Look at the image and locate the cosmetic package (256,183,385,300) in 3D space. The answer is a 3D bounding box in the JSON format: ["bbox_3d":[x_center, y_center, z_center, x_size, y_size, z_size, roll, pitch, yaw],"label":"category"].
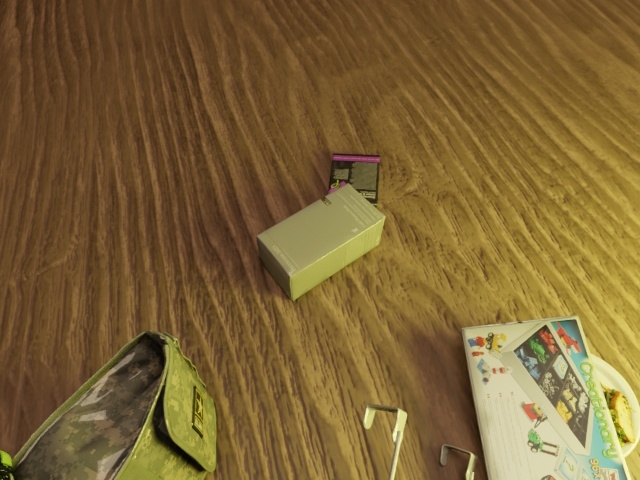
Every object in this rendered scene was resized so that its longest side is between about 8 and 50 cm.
[{"bbox_3d":[0.000,0.000,1.006,0.237,0.107,0.127,-32,61,-24],"label":"cosmetic package"}]

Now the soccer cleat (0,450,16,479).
[{"bbox_3d":[-0.367,0.277,0.548,0.178,0.060,0.072,15,55,24],"label":"soccer cleat"}]

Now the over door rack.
[{"bbox_3d":[0.150,0.392,0.614,0.108,0.239,0.325,-21,45,34],"label":"over door rack"}]

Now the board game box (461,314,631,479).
[{"bbox_3d":[0.345,0.277,0.776,0.192,0.053,0.306,-9,56,12],"label":"board game box"}]

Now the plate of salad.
[{"bbox_3d":[0.433,0.266,0.823,0.199,0.048,0.200,-1,53,1],"label":"plate of salad"}]

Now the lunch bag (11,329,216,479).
[{"bbox_3d":[-0.260,0.298,0.704,0.168,0.235,0.287,17,56,21],"label":"lunch bag"}]

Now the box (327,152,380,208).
[{"bbox_3d":[0.079,-0.138,1.154,0.115,0.029,0.162,4,52,6],"label":"box"}]
